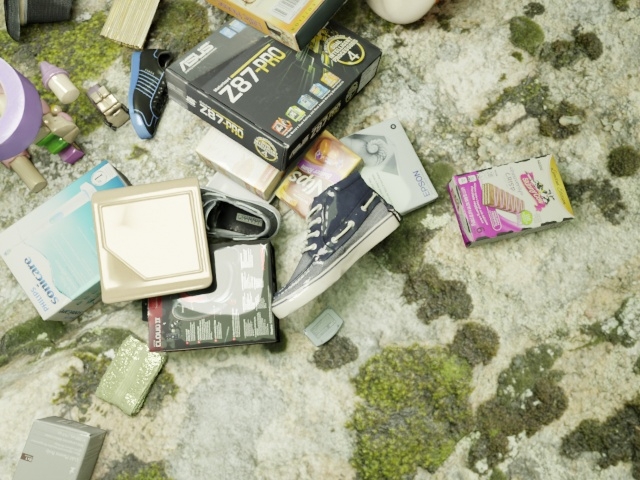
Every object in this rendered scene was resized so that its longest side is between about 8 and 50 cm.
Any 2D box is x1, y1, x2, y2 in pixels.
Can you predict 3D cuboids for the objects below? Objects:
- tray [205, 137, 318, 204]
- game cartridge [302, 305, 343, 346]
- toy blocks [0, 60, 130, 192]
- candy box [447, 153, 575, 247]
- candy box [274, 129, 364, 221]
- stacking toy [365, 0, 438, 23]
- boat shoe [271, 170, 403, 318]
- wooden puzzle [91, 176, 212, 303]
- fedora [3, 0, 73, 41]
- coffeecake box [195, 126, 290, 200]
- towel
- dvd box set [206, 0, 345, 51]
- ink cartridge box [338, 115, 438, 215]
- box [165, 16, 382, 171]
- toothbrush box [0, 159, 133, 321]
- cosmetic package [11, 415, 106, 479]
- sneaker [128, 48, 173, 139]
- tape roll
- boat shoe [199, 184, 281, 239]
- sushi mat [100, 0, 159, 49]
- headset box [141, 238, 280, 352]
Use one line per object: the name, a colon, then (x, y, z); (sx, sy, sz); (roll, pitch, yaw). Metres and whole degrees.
tray: (-0.139, -0.173, 1.230); (0.145, 0.030, 0.270); (36, 81, 9)
game cartridge: (0.008, 0.191, 1.157); (0.083, 0.017, 0.056); (-42, 77, -7)
toy blocks: (-0.647, -0.310, 1.137); (0.309, 0.288, 0.260); (-41, 85, -4)
candy box: (0.424, -0.089, 1.181); (0.233, 0.071, 0.159); (-13, 77, -2)
candy box: (-0.002, -0.141, 1.184); (0.109, 0.053, 0.187); (41, 97, 13)
stacking toy: (0.331, -0.743, 1.245); (0.480, 0.350, 0.351); (-24, 78, -22)
boat shoe: (0.000, 0.000, 1.088); (0.340, 0.127, 0.158); (-40, 94, -19)
wooden puzzle: (-0.343, -0.002, 1.071); (0.221, 0.044, 0.239); (-9, 79, -3)
fedora: (-0.673, -0.642, 1.254); (0.152, 0.334, 0.334); (-5, 76, -31)
coffeecake box: (-0.162, -0.201, 1.185); (0.185, 0.068, 0.142); (32, 79, 7)
towel: (-0.412, 0.291, 1.137); (0.110, 0.027, 0.148); (26, 80, 7)
dvd box set: (-0.113, -0.632, 1.181); (0.420, 0.062, 0.308); (35, 81, 21)
ink cartridge box: (0.122, -0.148, 1.212); (0.224, 0.045, 0.223); (-25, 79, -4)
box: (-0.093, -0.377, 1.183); (0.318, 0.097, 0.395); (34, 61, 11)
toothbrush box: (-0.510, 0.005, 1.149); (0.295, 0.126, 0.216); (-38, 82, -8)
cosmetic package: (-0.543, 0.490, 1.058); (0.127, 0.107, 0.238); (13, 75, 1)
sneaker: (-0.397, -0.354, 1.248); (0.090, 0.081, 0.232); (-6, 76, 7)
tape roll: (-0.619, -0.242, 0.955); (0.189, 0.080, 0.189); (0, 88, -5)
boat shoe: (-0.240, -0.056, 1.148); (0.301, 0.102, 0.108); (14, 100, 12)
sushi mat: (-0.436, -0.630, 1.284); (0.151, 0.019, 0.317); (22, 92, 23)
headset box: (-0.241, 0.123, 1.127); (0.293, 0.110, 0.218); (-6, 78, 0)
